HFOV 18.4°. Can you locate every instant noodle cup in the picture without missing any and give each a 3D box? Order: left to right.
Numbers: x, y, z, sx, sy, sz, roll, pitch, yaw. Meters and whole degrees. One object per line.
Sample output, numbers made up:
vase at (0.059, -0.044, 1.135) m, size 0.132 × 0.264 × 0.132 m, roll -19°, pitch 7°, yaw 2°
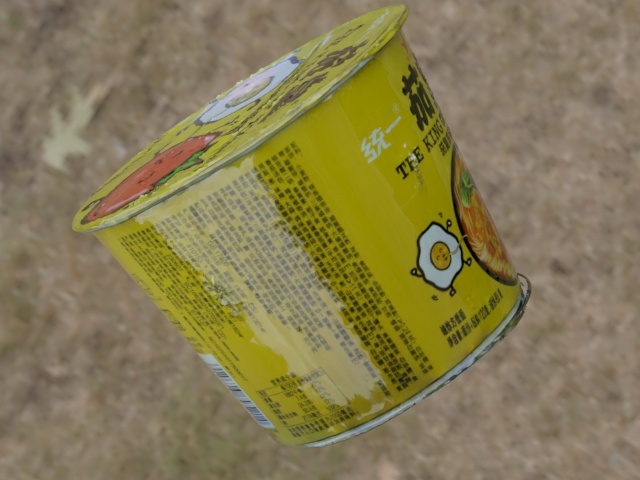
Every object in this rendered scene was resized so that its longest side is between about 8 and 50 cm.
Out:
instant noodle cup at (0.000, 0.000, 0.901) m, size 0.182 × 0.144 × 0.182 m, roll -31°, pitch 13°, yaw 8°
